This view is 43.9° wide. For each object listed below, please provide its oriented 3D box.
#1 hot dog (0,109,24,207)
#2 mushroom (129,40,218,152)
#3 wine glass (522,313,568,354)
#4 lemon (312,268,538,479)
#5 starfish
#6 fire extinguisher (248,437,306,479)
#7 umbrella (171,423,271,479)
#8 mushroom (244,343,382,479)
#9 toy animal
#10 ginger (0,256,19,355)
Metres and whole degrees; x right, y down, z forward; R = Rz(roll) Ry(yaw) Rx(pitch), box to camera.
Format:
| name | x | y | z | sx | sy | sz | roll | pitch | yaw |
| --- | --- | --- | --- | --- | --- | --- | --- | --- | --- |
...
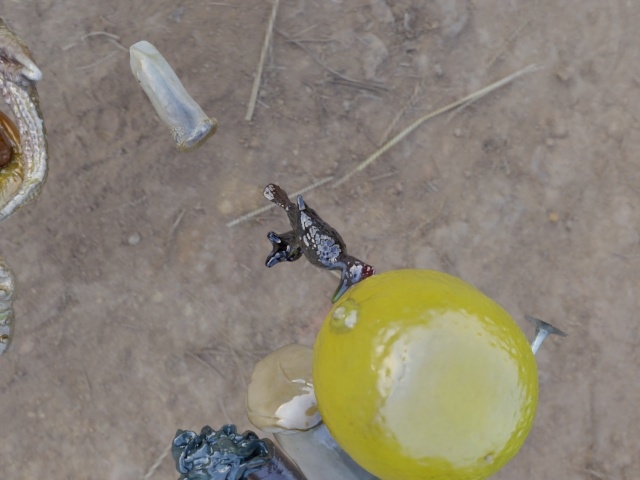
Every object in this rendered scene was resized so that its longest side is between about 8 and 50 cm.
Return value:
| name | x | y | z | sx | sy | sz | roll | pitch | yaw |
| --- | --- | --- | --- | --- | --- | --- | --- | --- | --- |
| hot dog | -0.490 | -0.117 | 1.008 | 0.150 | 0.257 | 0.153 | -53 | 147 | -48 |
| mushroom | -0.253 | -0.246 | 1.333 | 0.084 | 0.071 | 0.209 | -34 | 91 | -15 |
| wine glass | 0.252 | 0.198 | 1.034 | 0.066 | 0.066 | 0.198 | 33 | 81 | -37 |
| lemon | 0.083 | 0.111 | 0.655 | 0.203 | 0.178 | 0.178 | 39 | 82 | -28 |
| starfish | -0.401 | -0.213 | 0.882 | 0.132 | 0.384 | 0.398 | -24 | 83 | -16 |
| fire extinguisher | -0.029 | 0.432 | 1.344 | 0.089 | 0.072 | 0.267 | -36 | 120 | 1 |
| umbrella | -0.193 | 0.409 | 1.173 | 0.143 | 0.094 | 0.349 | 18 | 116 | -12 |
| mushroom | 0.028 | 0.274 | 1.105 | 0.154 | 0.137 | 0.407 | -36 | 141 | -6 |
| toy animal | -0.004 | 0.006 | 1.008 | 0.070 | 0.202 | 0.105 | -17 | 126 | -37 |
| ginger | -0.389 | 0.075 | 0.960 | 0.051 | 0.069 | 0.173 | -11 | 152 | -22 |
